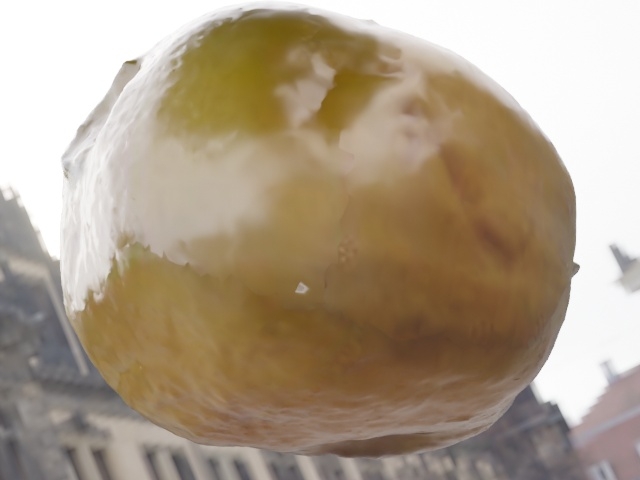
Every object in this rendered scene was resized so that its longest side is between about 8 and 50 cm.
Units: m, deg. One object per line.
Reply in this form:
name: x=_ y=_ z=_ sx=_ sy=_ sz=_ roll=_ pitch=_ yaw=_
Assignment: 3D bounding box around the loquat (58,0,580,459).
loquat: x=0.000 y=0.000 z=0.467 sx=0.137 sy=0.113 sz=0.137 roll=8 pitch=-35 yaw=6
